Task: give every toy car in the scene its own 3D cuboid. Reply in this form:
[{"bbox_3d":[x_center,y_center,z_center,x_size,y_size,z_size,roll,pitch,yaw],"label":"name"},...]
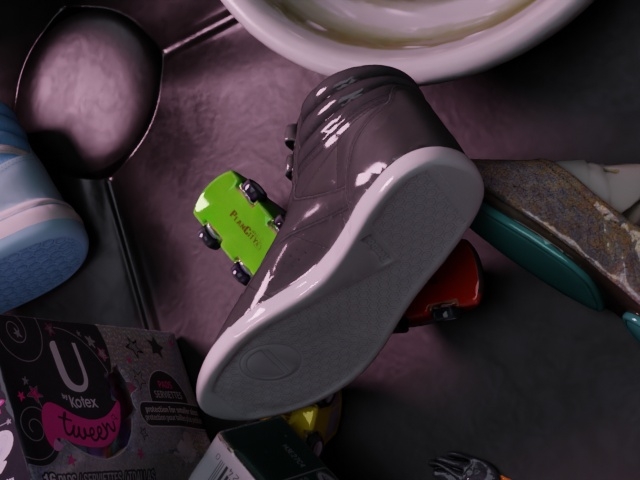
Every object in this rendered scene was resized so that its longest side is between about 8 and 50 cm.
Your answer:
[{"bbox_3d":[-0.009,0.036,1.227,0.239,0.053,0.225,-47,66,14],"label":"toy car"}]

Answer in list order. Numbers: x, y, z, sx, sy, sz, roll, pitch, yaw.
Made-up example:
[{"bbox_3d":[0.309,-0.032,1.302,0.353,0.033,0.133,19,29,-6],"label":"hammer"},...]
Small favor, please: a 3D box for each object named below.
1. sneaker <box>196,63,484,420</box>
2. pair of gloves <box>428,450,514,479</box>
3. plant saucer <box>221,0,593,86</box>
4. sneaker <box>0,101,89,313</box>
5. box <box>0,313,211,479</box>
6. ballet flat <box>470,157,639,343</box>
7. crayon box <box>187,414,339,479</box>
[{"bbox_3d":[0.001,0.000,1.149,0.296,0.105,0.147,-51,36,32],"label":"sneaker"},{"bbox_3d":[0.103,0.198,1.172,0.074,0.010,0.083,18,91,28],"label":"pair of gloves"},{"bbox_3d":[0.086,-0.303,1.190,0.400,0.100,0.400,-4,82,28],"label":"plant saucer"},{"bbox_3d":[-0.372,-0.013,1.345,0.319,0.127,0.208,-21,66,-11],"label":"sneaker"},{"bbox_3d":[-0.212,0.149,1.207,0.163,0.247,0.142,-27,74,22],"label":"box"},{"bbox_3d":[0.220,0.014,1.097,0.316,0.107,0.106,38,82,20],"label":"ballet flat"},{"bbox_3d":[-0.064,0.310,1.180,0.202,0.081,0.318,46,119,23],"label":"crayon box"}]
